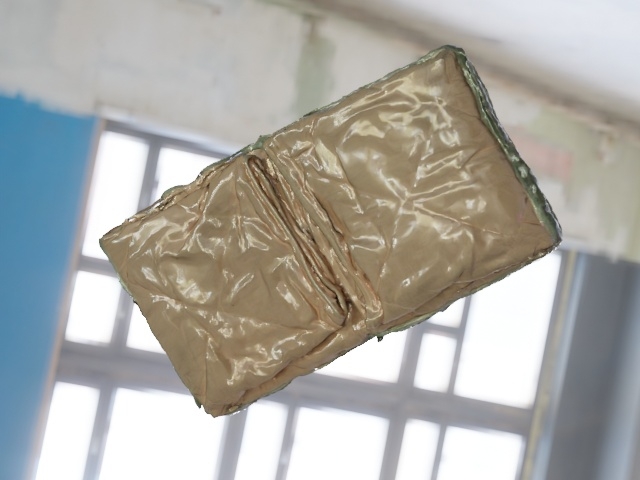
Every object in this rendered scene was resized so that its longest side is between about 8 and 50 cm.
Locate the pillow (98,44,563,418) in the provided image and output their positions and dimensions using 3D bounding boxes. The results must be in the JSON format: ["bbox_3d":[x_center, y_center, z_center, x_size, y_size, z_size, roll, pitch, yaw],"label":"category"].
[{"bbox_3d":[0.000,0.000,0.853,0.232,0.126,0.043,-27,-179,23],"label":"pillow"}]
